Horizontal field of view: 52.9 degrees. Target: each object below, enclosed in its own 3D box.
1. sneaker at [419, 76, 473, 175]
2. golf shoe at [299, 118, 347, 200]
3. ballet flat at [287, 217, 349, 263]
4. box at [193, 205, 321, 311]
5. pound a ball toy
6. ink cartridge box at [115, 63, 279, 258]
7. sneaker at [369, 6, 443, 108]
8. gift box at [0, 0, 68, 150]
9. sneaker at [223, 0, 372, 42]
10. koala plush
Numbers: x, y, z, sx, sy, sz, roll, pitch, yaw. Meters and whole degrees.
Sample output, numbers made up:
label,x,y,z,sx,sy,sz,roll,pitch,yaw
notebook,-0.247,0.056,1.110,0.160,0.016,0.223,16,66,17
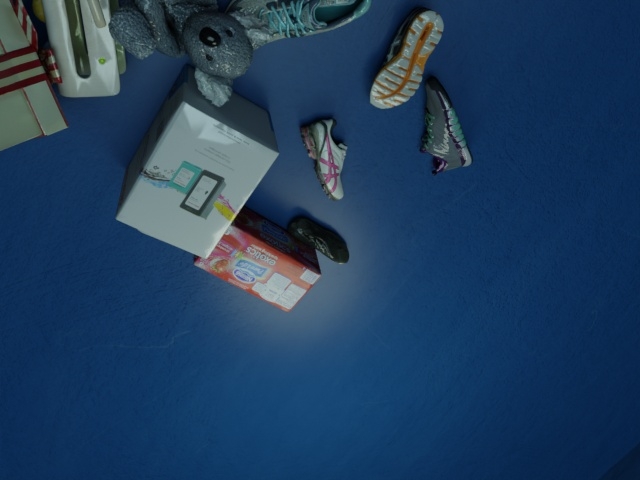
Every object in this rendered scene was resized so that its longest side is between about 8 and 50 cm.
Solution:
label,x,y,z,sx,sy,sz,roll,pitch,yaw
sneaker,0.242,-0.229,1.343,0.098,0.083,0.224,-24,125,12
golf shoe,0.023,-0.166,1.351,0.086,0.067,0.186,-21,124,2
ballet flat,0.000,0.000,1.477,0.173,0.057,0.049,36,151,-27
box,-0.139,0.032,1.418,0.256,0.123,0.128,30,113,-25
pound a ball toy,-0.409,-0.392,1.041,0.135,0.208,0.319,-3,124,-8
ink cartridge box,-0.240,-0.148,1.238,0.197,0.198,0.270,26,116,-25
sneaker,0.163,-0.353,1.249,0.084,0.083,0.215,21,122,-22
gift box,-0.579,-0.262,1.021,0.258,0.255,0.276,-36,121,-41
sneaker,-0.042,-0.414,1.143,0.283,0.122,0.110,-18,124,2
koala plush,-0.205,-0.356,1.087,0.221,0.203,0.196,32,94,-12
